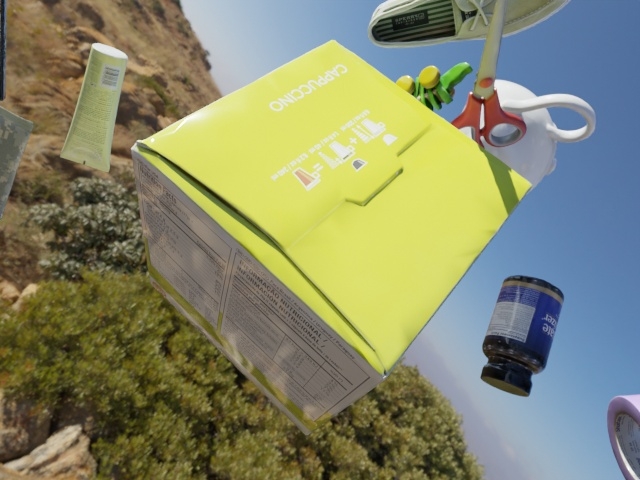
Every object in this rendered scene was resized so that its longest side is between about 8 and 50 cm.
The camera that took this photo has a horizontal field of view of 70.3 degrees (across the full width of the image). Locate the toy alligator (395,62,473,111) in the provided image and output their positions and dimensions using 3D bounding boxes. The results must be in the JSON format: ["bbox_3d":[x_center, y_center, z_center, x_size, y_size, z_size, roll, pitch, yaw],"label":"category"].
[{"bbox_3d":[0.125,-0.197,0.651,0.056,0.189,0.051,21,66,-48],"label":"toy alligator"}]

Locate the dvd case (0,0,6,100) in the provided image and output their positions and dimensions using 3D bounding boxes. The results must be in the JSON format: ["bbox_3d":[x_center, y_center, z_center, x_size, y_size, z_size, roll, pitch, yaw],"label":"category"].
[{"bbox_3d":[-0.615,-0.326,0.672,0.253,0.180,0.022,8,27,-23],"label":"dvd case"}]

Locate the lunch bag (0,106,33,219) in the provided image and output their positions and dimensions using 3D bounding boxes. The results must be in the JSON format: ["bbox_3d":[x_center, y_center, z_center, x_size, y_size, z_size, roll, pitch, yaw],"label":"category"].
[{"bbox_3d":[-0.577,-0.090,0.605,0.287,0.235,0.169,9,-10,15],"label":"lunch bag"}]

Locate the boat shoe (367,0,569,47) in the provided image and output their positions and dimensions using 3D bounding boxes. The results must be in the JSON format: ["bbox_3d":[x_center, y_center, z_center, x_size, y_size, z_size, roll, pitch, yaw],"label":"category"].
[{"bbox_3d":[0.216,-0.338,0.677,0.109,0.302,0.094,67,32,-32],"label":"boat shoe"}]

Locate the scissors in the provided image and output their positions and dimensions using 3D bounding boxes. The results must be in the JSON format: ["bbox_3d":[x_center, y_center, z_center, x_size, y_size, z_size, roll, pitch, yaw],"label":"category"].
[{"bbox_3d":[0.193,-0.182,0.564,0.297,0.109,0.021,37,45,-58],"label":"scissors"}]

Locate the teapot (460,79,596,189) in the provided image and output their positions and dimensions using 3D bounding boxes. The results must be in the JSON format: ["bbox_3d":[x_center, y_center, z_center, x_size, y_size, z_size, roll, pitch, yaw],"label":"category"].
[{"bbox_3d":[0.359,-0.171,0.864,0.187,0.252,0.256,18,27,0],"label":"teapot"}]

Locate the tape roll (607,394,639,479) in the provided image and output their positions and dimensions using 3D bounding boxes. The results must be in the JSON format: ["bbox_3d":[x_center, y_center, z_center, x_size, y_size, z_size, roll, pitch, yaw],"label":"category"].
[{"bbox_3d":[0.625,0.386,0.849,0.189,0.080,0.189,-6,90,-83],"label":"tape roll"}]

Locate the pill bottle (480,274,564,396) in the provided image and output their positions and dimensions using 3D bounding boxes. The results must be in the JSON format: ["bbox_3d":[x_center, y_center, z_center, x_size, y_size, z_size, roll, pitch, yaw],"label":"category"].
[{"bbox_3d":[0.400,0.191,0.915,0.122,0.219,0.123,23,-18,8],"label":"pill bottle"}]

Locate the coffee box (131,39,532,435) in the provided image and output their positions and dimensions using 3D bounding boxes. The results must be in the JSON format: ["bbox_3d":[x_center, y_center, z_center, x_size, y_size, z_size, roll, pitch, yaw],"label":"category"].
[{"bbox_3d":[0.000,0.000,0.633,0.338,0.337,0.334,41,-33,11],"label":"coffee box"}]

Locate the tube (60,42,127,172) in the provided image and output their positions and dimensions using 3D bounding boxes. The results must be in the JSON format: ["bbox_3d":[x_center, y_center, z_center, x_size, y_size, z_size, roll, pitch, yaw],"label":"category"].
[{"bbox_3d":[-0.431,-0.249,0.872,0.070,0.240,0.062,36,27,17],"label":"tube"}]
